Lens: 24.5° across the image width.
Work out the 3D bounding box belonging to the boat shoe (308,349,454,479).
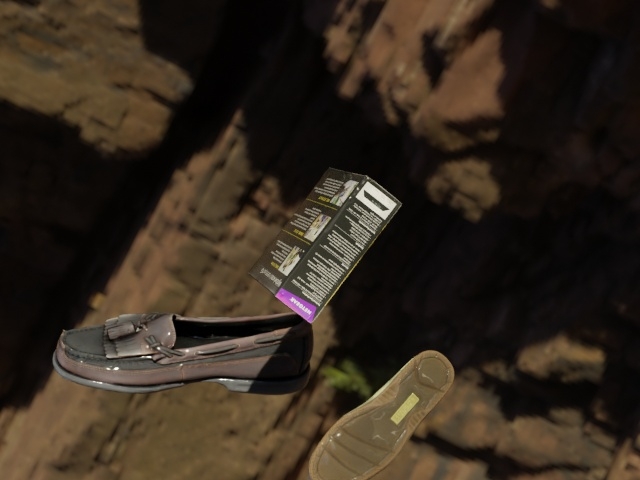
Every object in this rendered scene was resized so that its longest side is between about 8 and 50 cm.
[{"bbox_3d":[0.061,0.193,1.522,0.190,0.068,0.072,-38,-3,-16],"label":"boat shoe"}]

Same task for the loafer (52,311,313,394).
[{"bbox_3d":[-0.156,0.115,1.714,0.109,0.302,0.095,-105,23,-56],"label":"loafer"}]

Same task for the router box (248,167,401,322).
[{"bbox_3d":[0.000,0.000,1.355,0.133,0.046,0.179,-52,11,-2],"label":"router box"}]
